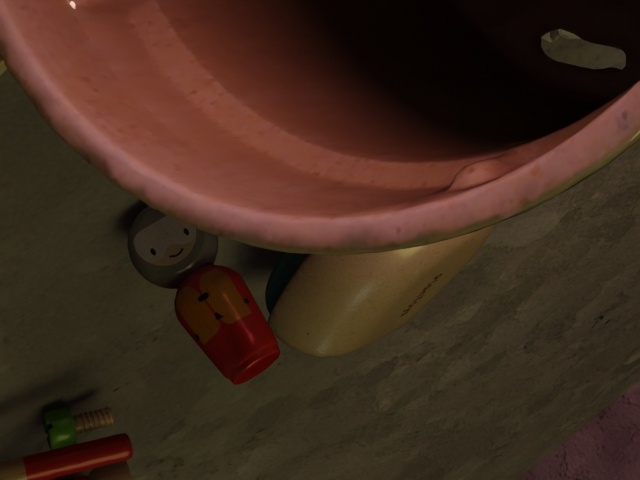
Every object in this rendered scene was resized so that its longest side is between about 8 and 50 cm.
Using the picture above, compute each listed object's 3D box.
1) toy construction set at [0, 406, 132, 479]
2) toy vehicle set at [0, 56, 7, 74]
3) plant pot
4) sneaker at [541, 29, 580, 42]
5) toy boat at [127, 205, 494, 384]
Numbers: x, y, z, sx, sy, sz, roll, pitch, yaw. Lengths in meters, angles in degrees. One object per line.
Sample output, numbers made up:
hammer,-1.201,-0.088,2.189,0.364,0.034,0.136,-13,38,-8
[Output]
toy construction set,-0.281,0.299,1.246,0.237,0.257,0.309,-11,129,-18
toy vehicle set,-0.215,-0.126,0.708,0.267,0.035,0.166,-41,155,16
plant pot,0.077,-0.169,0.555,0.334,0.334,0.305,-46,160,25
sneaker,0.199,-0.247,0.874,0.210,0.137,0.366,-37,159,1
toy boat,0.000,0.000,1.118,0.318,0.148,0.267,-21,159,-43
